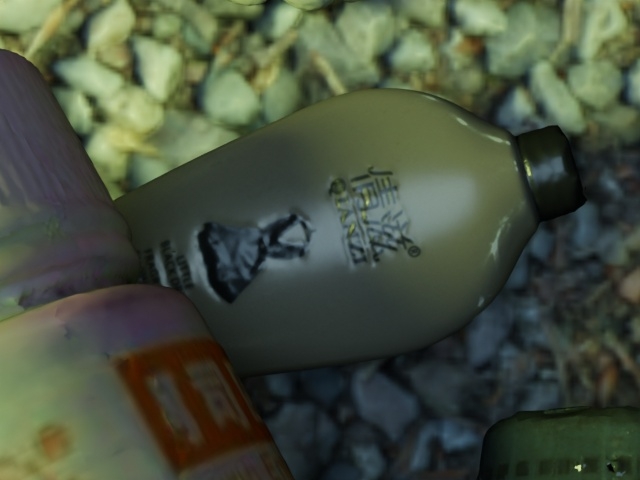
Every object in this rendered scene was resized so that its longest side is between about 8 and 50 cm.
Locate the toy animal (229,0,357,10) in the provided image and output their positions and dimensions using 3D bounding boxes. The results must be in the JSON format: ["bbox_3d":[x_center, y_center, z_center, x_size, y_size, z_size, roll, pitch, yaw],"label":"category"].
[{"bbox_3d":[0.004,-0.154,0.916,0.085,0.071,0.124,33,91,9],"label":"toy animal"}]

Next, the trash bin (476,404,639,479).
[{"bbox_3d":[0.132,0.158,0.834,0.175,0.175,0.161,1,76,8],"label":"trash bin"}]

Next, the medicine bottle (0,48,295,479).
[{"bbox_3d":[-0.116,0.132,0.770,0.219,0.219,0.388,-31,77,5],"label":"medicine bottle"}]

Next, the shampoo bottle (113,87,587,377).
[{"bbox_3d":[0.000,0.000,0.900,0.256,0.078,0.127,-17,82,6],"label":"shampoo bottle"}]
